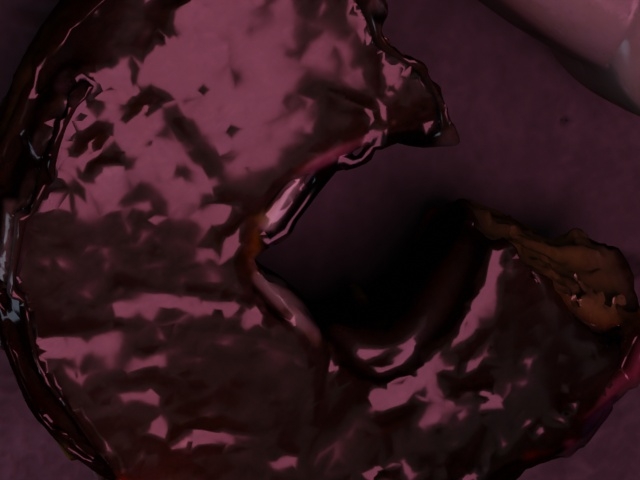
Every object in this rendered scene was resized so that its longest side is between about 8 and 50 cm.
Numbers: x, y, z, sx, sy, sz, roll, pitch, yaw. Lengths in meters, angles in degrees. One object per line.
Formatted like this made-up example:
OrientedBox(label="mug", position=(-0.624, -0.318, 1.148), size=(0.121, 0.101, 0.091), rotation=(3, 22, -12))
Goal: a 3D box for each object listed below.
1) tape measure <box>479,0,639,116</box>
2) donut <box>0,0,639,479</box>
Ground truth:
OrientedBox(label="tape measure", position=(0.176, -0.199, 0.795), size=(0.265, 0.130, 0.258), rotation=(35, 96, -19))
OrientedBox(label="donut", position=(-0.020, 0.012, 0.818), size=(0.259, 0.136, 0.345), rotation=(-42, 114, 5))
